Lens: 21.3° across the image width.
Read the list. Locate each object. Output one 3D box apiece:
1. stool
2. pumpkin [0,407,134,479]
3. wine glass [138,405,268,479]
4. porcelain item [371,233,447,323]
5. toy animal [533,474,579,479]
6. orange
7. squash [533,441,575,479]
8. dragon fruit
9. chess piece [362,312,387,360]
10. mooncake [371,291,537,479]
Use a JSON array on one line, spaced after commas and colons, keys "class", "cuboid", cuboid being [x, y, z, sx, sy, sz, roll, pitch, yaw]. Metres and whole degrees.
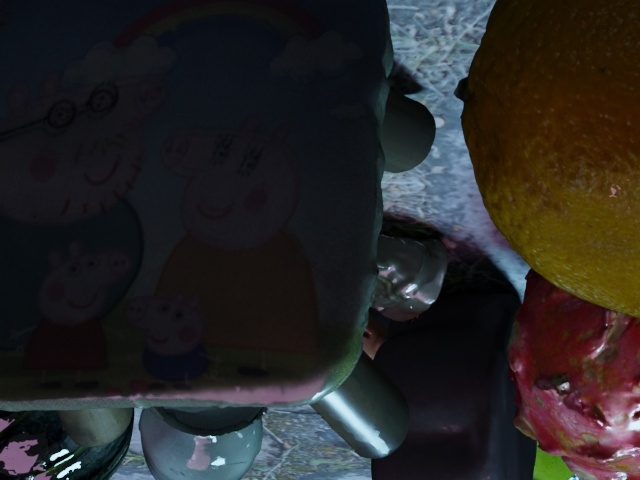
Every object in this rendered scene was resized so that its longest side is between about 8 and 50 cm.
[{"class": "stool", "cuboid": [-0.084, -0.017, 1.164, 0.310, 0.310, 0.226, 0, 163, 16]}, {"class": "pumpkin", "cuboid": [-0.305, 0.153, 1.647, 0.250, 0.216, 0.250, 49, 166, 16]}, {"class": "wine glass", "cuboid": [-0.121, 0.177, 1.765, 0.143, 0.143, 0.321, 8, 157, -1]}, {"class": "porcelain item", "cuboid": [0.000, 0.000, 1.445, 0.216, 0.069, 0.081, 23, 156, -20]}, {"class": "toy animal", "cuboid": [0.181, 0.307, 1.937, 0.176, 0.239, 0.255, 38, 105, -3]}, {"class": "orange", "cuboid": [0.211, -0.073, 1.013, 0.264, 0.264, 0.264, 6, 155, 3]}, {"class": "squash", "cuboid": [0.205, 0.205, 1.823, 0.201, 0.066, 0.066, 32, 146, -32]}, {"class": "dragon fruit", "cuboid": [0.251, 0.085, 1.396, 0.210, 0.205, 0.268, 41, 158, 16]}, {"class": "chess piece", "cuboid": [0.060, 0.110, 1.661, 0.066, 0.066, 0.122, -11, 144, 34]}, {"class": "mooncake", "cuboid": [0.129, 0.162, 1.557, 0.133, 0.245, 0.245, -2, 154, 22]}]
